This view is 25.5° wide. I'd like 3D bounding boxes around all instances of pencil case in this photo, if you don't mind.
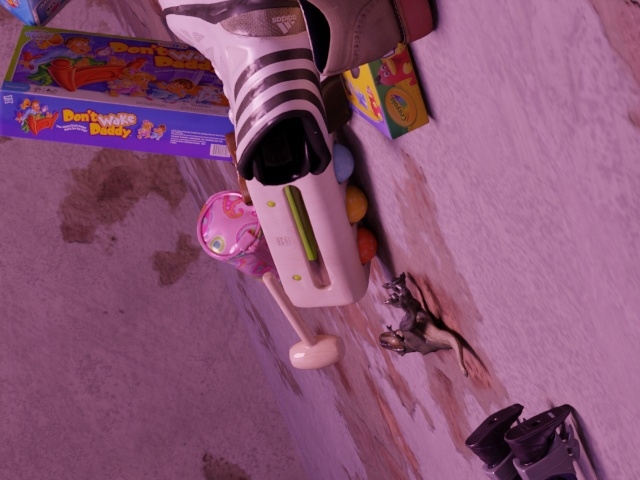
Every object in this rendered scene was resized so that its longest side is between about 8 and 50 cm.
[{"bbox_3d":[-0.109,0.001,2.388,0.124,0.124,0.284,60,-172,20],"label":"pencil case"}]

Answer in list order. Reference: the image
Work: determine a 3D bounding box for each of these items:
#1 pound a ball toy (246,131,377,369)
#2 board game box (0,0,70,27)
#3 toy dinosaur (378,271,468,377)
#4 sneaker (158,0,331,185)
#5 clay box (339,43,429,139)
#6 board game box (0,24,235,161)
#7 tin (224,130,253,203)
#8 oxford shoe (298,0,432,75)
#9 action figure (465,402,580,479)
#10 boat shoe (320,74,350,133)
[{"bbox_3d":[0.000,0.000,1.925,0.208,0.135,0.319,-83,-19,-44],"label":"pound a ball toy"},{"bbox_3d":[-0.382,-0.514,2.157,0.086,0.308,0.302,37,162,12],"label":"board game box"},{"bbox_3d":[0.127,0.110,1.871,0.118,0.064,0.268,59,168,-9],"label":"toy dinosaur"},{"bbox_3d":[-0.099,-0.194,1.724,0.447,0.169,0.257,-162,68,-77],"label":"sneaker"},{"bbox_3d":[0.040,-0.228,1.488,0.127,0.053,0.222,46,160,61],"label":"clay box"},{"bbox_3d":[-0.297,-0.227,2.156,0.233,0.347,0.078,-94,12,-57],"label":"board game box"},{"bbox_3d":[-0.105,-0.103,2.003,0.190,0.040,0.106,117,140,-88],"label":"tin"},{"bbox_3d":[-0.015,-0.294,1.268,0.348,0.130,0.123,60,175,-33],"label":"oxford shoe"},{"bbox_3d":[0.274,0.317,1.553,0.285,0.099,0.185,62,163,-13],"label":"action figure"},{"bbox_3d":[0.010,-0.178,1.763,0.048,0.056,0.153,57,176,12],"label":"boat shoe"}]
